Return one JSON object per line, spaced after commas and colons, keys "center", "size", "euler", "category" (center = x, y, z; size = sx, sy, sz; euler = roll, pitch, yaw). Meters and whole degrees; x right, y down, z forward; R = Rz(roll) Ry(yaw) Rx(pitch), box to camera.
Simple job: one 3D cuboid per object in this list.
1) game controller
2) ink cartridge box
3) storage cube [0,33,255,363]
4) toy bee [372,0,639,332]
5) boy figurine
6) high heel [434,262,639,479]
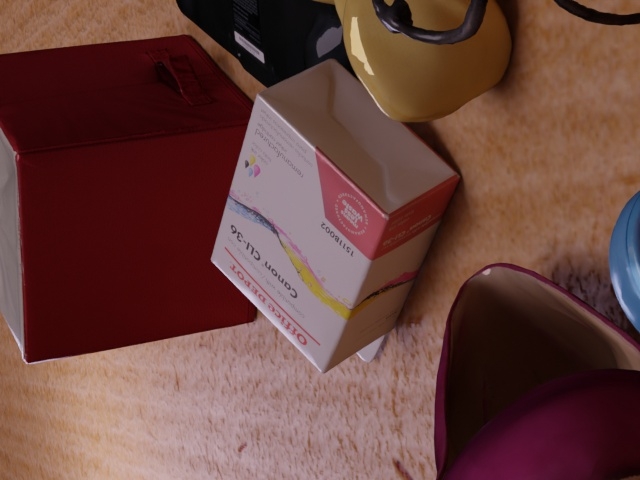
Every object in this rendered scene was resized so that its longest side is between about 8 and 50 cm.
{"center": [-0.039, -0.188, 1.035], "size": [0.319, 0.067, 0.166], "euler": [45, 153, 55], "category": "game controller"}
{"center": [0.000, 0.000, 0.941], "size": [0.115, 0.067, 0.198], "euler": [44, 143, 21], "category": "ink cartridge box"}
{"center": [-0.170, -0.041, 1.207], "size": [0.183, 0.193, 0.215], "euler": [-131, 37, -51], "category": "storage cube"}
{"center": [0.174, -0.038, 0.501], "size": [0.195, 0.162, 0.298], "euler": [-6, 117, 59], "category": "toy bee"}
{"center": [0.028, -0.201, 0.811], "size": [0.177, 0.092, 0.285], "euler": [-40, 64, 47], "category": "boy figurine"}
{"center": [0.074, 0.060, 0.598], "size": [0.181, 0.127, 0.377], "euler": [64, -179, 18], "category": "high heel"}
